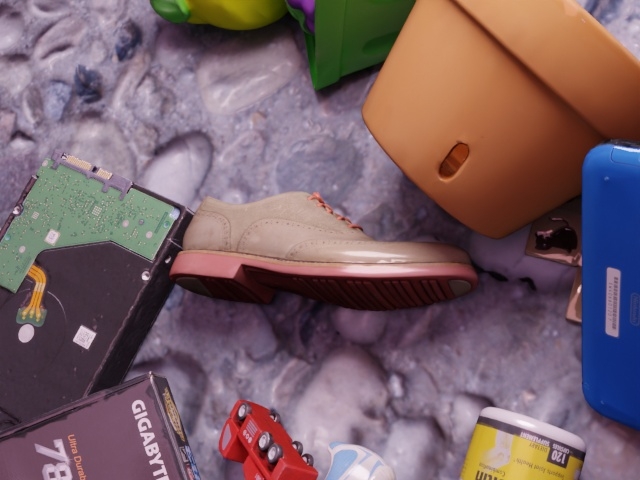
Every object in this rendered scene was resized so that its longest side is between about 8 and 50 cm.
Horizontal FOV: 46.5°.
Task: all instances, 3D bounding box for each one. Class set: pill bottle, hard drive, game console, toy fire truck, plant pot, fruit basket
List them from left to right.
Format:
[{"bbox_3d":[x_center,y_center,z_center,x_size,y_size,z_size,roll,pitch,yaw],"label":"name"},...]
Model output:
[{"bbox_3d":[-0.320,0.074,0.922,0.236,0.064,0.339,23,81,22],"label":"hard drive"},{"bbox_3d":[-0.065,0.260,0.749,0.135,0.047,0.192,-61,31,3],"label":"toy fire truck"},{"bbox_3d":[-0.045,-0.379,0.896,0.391,0.283,0.392,1,70,-1],"label":"fruit basket"},{"bbox_3d":[0.180,-0.138,0.734,0.203,0.290,0.291,-48,64,21],"label":"plant pot"},{"bbox_3d":[0.173,0.257,0.690,0.103,0.103,0.184,15,77,21],"label":"pill bottle"},{"bbox_3d":[0.377,0.038,0.637,0.250,0.293,0.173,19,40,42],"label":"game console"}]

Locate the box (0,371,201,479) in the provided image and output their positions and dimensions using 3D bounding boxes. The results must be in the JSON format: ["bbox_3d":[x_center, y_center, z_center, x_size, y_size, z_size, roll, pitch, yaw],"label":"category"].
[{"bbox_3d":[-0.256,0.327,0.770,0.293,0.073,0.296,-22,77,0],"label":"box"}]

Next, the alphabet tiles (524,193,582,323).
[{"bbox_3d":[0.402,-0.024,0.764,0.342,0.011,0.285,14,78,20],"label":"alphabet tiles"}]

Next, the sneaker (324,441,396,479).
[{"bbox_3d":[-0.007,0.315,0.744,0.086,0.085,0.237,23,81,41],"label":"sneaker"}]

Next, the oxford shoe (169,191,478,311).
[{"bbox_3d":[0.000,0.000,0.820,0.348,0.123,0.130,4,68,17],"label":"oxford shoe"}]
